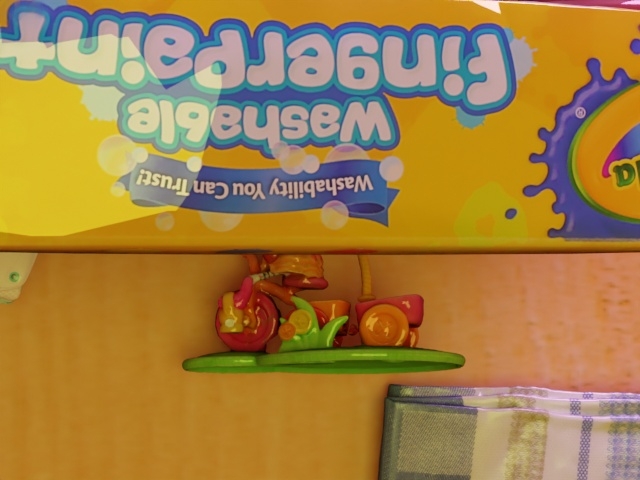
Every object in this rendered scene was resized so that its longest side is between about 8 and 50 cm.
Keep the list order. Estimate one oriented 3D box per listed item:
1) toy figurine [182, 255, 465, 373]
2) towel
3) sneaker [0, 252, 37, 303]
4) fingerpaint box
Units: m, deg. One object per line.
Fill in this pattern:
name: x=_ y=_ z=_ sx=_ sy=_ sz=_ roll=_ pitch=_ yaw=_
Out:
toy figurine: x=0.000 y=0.000 z=0.911 sx=0.173 sy=0.130 sz=0.159 roll=-3 pitch=81 yaw=11
towel: x=0.169 y=0.198 z=0.989 sx=0.285 sy=0.034 sz=0.209 roll=3 pitch=96 yaw=-12
sneaker: x=-0.210 y=0.006 z=0.839 sx=0.212 sy=0.080 sz=0.094 roll=-40 pitch=119 yaw=-31
fingerpaint box: x=0.015 y=-0.177 z=0.766 sx=0.444 sy=0.163 sz=0.371 roll=1 pitch=89 yaw=-17
